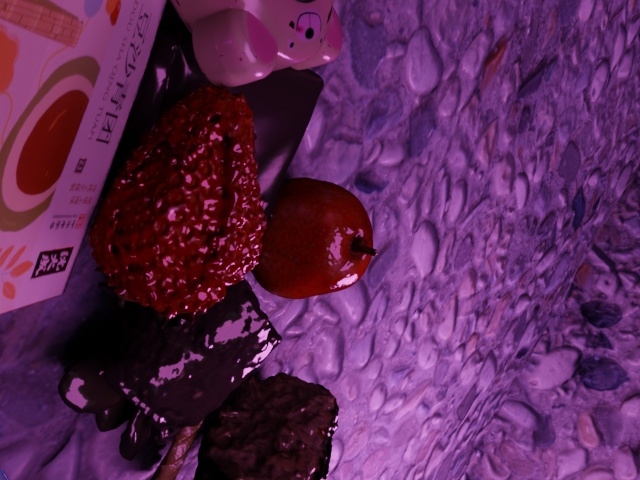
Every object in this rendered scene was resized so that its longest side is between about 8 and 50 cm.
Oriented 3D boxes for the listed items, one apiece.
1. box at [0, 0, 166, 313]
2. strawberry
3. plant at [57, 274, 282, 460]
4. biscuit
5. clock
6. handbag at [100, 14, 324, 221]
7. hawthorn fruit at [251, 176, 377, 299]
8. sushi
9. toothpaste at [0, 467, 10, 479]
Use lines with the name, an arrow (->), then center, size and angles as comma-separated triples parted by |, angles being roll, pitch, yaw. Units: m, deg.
box -> -0.278, -0.110, 0.521 | 0.385, 0.122, 0.344 | -52, 163, -86
strawberry -> -0.147, -0.025, 0.713 | 0.106, 0.188, 0.286 | -116, -138, -76
plant -> -0.202, 0.136, 0.880 | 0.276, 0.188, 0.199 | -36, 145, -7
biscuit -> -0.193, 0.268, 1.017 | 0.273, 0.036, 0.187 | -63, -179, 0
clock -> -0.076, -0.334, 0.723 | 0.284, 0.114, 0.309 | -38, 116, -57
handbag -> -0.139, -0.135, 0.859 | 0.285, 0.113, 0.257 | 3, 108, -54
hawthorn fruit -> 0.000, 0.000, 1.030 | 0.196, 0.225, 0.196 | -13, 107, -48
sushi -> -0.083, 0.350, 1.108 | 0.350, 0.211, 0.171 | -45, 146, -66
toothpaste -> -0.410, 0.333, 0.840 | 0.065, 0.050, 0.266 | -38, 137, -31
